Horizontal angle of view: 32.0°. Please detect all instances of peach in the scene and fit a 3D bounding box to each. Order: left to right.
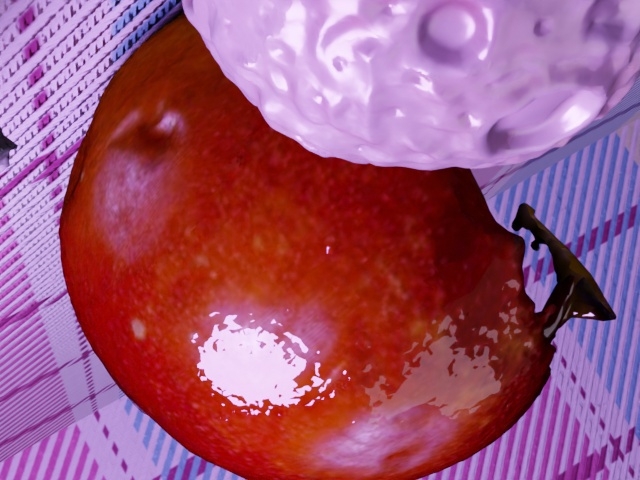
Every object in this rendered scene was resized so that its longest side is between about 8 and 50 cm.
[{"bbox_3d":[-0.018,0.002,0.792,0.310,0.406,0.335,-36,132,6],"label":"peach"}]

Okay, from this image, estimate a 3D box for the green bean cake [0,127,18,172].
[{"bbox_3d":[-0.311,-0.012,0.546,0.255,0.132,0.241,-39,168,35],"label":"green bean cake"}]

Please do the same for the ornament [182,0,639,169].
[{"bbox_3d":[0.044,-0.159,0.514,0.225,0.259,0.259,8,162,-9],"label":"ornament"}]
